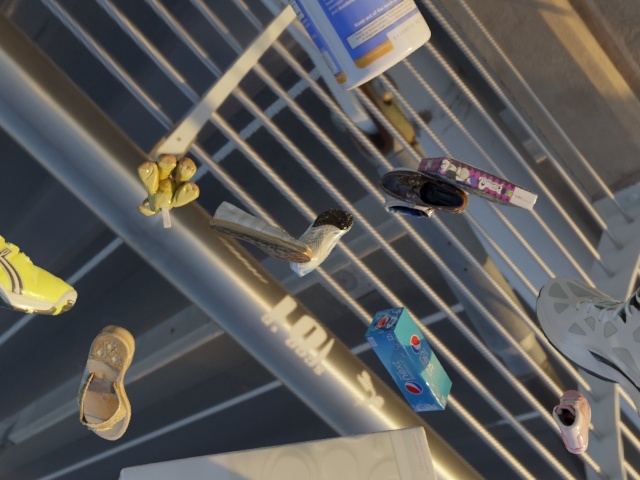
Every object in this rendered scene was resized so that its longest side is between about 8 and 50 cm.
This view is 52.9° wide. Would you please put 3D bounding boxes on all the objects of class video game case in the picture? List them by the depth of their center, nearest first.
[{"bbox_3d":[0.331,-0.127,1.398,0.210,0.232,0.042,21,95,-5],"label":"video game case"}]

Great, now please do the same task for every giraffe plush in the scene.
[{"bbox_3d":[-0.461,-0.153,1.914,0.181,0.170,0.210,9,96,-18],"label":"giraffe plush"}]

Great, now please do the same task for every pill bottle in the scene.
[{"bbox_3d":[0.026,-0.365,0.904,0.152,0.152,0.272,-23,107,36],"label":"pill bottle"}]

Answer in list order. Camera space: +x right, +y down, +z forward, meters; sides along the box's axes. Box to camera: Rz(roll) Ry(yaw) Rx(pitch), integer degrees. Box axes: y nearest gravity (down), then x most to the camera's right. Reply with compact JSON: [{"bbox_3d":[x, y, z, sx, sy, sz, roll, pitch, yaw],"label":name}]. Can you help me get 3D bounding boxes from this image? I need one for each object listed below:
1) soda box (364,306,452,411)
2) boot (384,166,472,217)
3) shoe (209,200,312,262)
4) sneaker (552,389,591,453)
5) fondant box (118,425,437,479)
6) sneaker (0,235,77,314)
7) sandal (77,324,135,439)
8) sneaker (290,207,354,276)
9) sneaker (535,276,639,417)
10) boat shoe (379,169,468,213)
[{"bbox_3d":[0.171,0.229,1.227,0.067,0.071,0.210,-15,119,36],"label":"soda box"},{"bbox_3d":[0.289,-0.108,1.611,0.258,0.124,0.095,4,154,19],"label":"boot"},{"bbox_3d":[-0.112,-0.016,1.298,0.219,0.058,0.076,22,156,-10],"label":"shoe"},{"bbox_3d":[0.436,0.295,1.118,0.050,0.134,0.070,-16,116,28],"label":"sneaker"},{"bbox_3d":[-0.027,0.336,0.647,0.330,0.238,0.096,-2,150,-19],"label":"fondant box"},{"bbox_3d":[-0.565,0.013,1.036,0.384,0.147,0.145,31,159,-35],"label":"sneaker"},{"bbox_3d":[-0.339,0.241,0.975,0.088,0.079,0.240,19,120,1],"label":"sandal"},{"bbox_3d":[0.000,0.000,1.610,0.085,0.237,0.086,36,141,12],"label":"sneaker"},{"bbox_3d":[0.515,0.114,1.025,0.169,0.447,0.258,-13,119,-13],"label":"sneaker"},{"bbox_3d":[0.228,-0.112,1.432,0.206,0.073,0.073,15,97,16],"label":"boat shoe"}]
